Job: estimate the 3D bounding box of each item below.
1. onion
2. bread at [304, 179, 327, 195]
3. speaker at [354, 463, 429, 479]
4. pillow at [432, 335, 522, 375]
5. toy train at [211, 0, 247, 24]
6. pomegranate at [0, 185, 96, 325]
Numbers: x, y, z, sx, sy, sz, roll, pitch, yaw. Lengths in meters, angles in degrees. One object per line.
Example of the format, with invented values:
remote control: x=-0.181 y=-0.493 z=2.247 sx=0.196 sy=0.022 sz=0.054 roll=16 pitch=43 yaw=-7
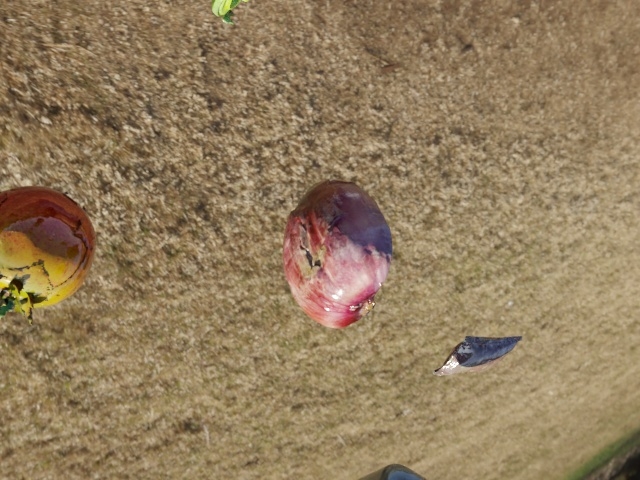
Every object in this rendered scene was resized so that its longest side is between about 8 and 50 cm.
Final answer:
onion: x=0.000 y=0.000 z=0.896 sx=0.120 sy=0.283 sz=0.227 roll=11 pitch=128 yaw=-28
bread: x=-0.005 y=-0.043 z=1.560 sx=0.152 sy=0.130 sz=0.268 roll=22 pitch=79 yaw=-72
speaker: x=0.157 y=0.486 z=0.756 sx=0.406 sy=0.183 sz=0.184 roll=39 pitch=126 yaw=-22
pillow: x=0.298 y=0.217 z=1.015 sx=0.185 sy=0.043 sz=0.118 roll=7 pitch=132 yaw=-37
toy train: x=-0.099 y=-0.407 z=0.659 sx=0.159 sy=0.188 sz=0.272 roll=40 pitch=42 yaw=-11
pomegranate: x=-0.482 y=0.022 z=0.897 sx=0.210 sy=0.210 sz=0.235 roll=38 pitch=48 yaw=-42
